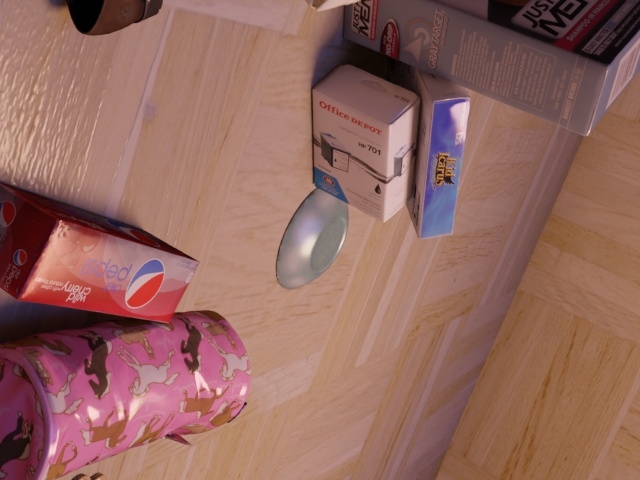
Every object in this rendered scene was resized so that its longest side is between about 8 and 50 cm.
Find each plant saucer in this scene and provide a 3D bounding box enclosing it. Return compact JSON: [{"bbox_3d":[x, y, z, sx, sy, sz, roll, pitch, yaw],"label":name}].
[{"bbox_3d":[0.000,0.000,1.418,0.195,0.037,0.195,-46,151,-35],"label":"plant saucer"}]

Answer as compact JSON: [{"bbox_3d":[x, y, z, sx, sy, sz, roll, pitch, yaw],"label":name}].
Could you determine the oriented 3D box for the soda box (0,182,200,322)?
[{"bbox_3d":[-0.236,0.021,0.892,0.083,0.092,0.263,-62,156,1],"label":"soda box"}]

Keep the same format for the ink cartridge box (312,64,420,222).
[{"bbox_3d":[0.064,-0.142,1.273,0.082,0.139,0.191,-44,149,-31],"label":"ink cartridge box"}]

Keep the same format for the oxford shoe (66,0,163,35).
[{"bbox_3d":[-0.188,-0.267,0.710,0.096,0.082,0.227,-40,147,-33],"label":"oxford shoe"}]

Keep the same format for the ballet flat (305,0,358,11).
[{"bbox_3d":[-0.004,-0.331,1.020,0.106,0.107,0.316,-50,156,23],"label":"ballet flat"}]

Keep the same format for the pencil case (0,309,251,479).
[{"bbox_3d":[-0.235,0.176,0.981,0.386,0.160,0.167,0,70,-64],"label":"pencil case"}]

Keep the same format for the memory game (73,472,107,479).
[{"bbox_3d":[-0.345,0.393,1.155,0.186,0.012,0.186,-46,151,-34],"label":"memory game"}]

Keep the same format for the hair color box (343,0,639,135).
[{"bbox_3d":[0.236,-0.297,1.168,0.185,0.374,0.114,-44,151,-36],"label":"hair color box"}]

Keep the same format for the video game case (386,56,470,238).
[{"bbox_3d":[0.157,-0.182,1.328,0.061,0.244,0.270,-8,137,-7],"label":"video game case"}]
